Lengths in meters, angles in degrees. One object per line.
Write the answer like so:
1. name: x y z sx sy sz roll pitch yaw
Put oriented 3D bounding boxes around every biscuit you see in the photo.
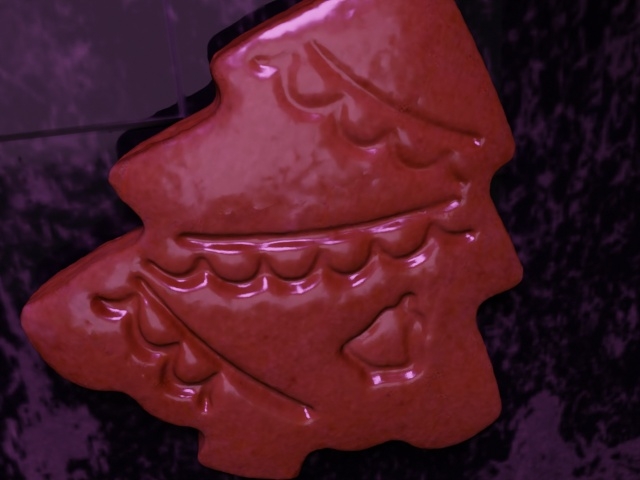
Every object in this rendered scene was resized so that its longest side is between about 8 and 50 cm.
1. biscuit: 0.000 0.000 0.436 0.284 0.043 0.306 12 111 -15
